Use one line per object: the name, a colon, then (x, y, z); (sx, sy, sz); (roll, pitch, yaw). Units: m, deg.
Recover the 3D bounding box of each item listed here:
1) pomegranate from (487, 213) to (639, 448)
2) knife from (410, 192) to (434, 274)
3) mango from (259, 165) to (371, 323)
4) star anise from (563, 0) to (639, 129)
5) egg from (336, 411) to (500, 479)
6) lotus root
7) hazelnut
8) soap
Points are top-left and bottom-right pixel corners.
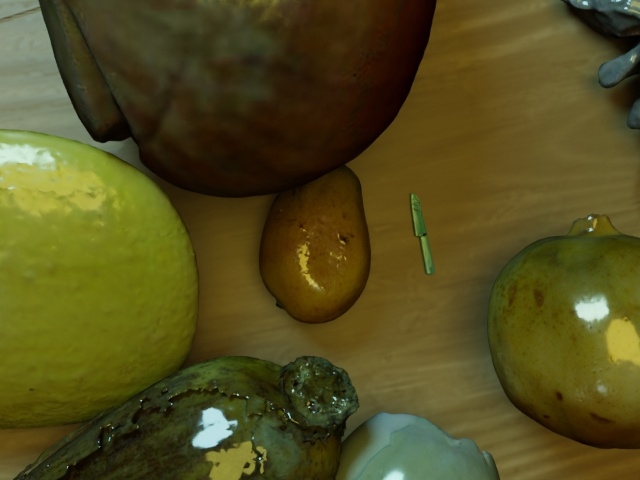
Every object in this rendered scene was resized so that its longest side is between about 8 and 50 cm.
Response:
pomegranate: (0.273, 0.096, 0.870); (0.233, 0.233, 0.233); (0, 87, -7)
knife: (0.108, -0.007, 0.959); (0.014, 0.005, 0.091); (-11, 88, -9)
mango: (-0.007, 0.002, 0.904); (0.115, 0.089, 0.165); (-6, 85, -9)
star anise: (0.425, -0.204, 0.937); (0.360, 0.139, 0.315); (19, 91, 1)
egg: (0.073, 0.283, 0.848); (0.183, 0.183, 0.217); (28, 72, -5)
lotus root: (-0.140, 0.236, 0.813); (0.397, 0.179, 0.196); (-36, 81, 8)
hazelnut: (-0.088, -0.242, 0.781); (0.359, 0.359, 0.409); (-1, 93, -7)
soap: (-0.326, 0.045, 0.811); (0.427, 0.115, 0.306); (0, 112, -3)
